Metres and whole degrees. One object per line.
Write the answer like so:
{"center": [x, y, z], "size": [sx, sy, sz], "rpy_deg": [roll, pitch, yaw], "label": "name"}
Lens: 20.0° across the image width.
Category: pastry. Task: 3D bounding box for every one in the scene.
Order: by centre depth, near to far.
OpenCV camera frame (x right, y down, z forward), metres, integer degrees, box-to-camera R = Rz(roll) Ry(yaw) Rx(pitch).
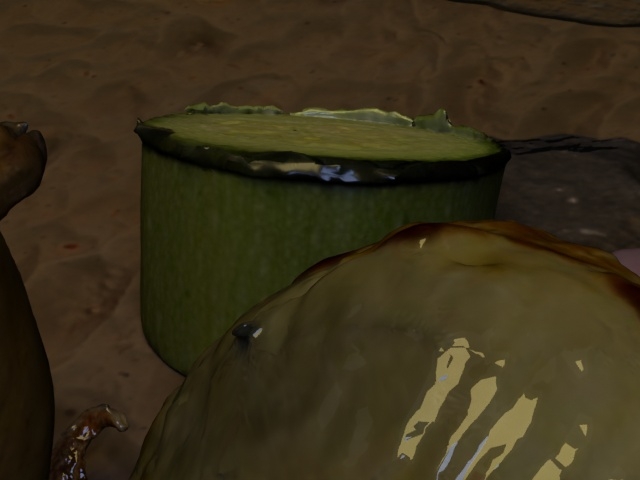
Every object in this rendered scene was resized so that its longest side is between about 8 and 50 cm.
{"center": [0.029, 0.079, 0.725], "size": [0.256, 0.170, 0.237], "rpy_deg": [-38, 19, 43], "label": "pastry"}

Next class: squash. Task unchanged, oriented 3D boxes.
{"center": [0.003, -0.013, 1.048], "size": [0.220, 0.133, 0.220], "rpy_deg": [-2, 18, 1], "label": "squash"}

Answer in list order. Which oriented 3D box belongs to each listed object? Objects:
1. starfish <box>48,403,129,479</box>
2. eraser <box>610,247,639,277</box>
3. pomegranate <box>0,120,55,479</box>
{"center": [-0.088, 0.162, 0.844], "size": [0.150, 0.053, 0.209], "rpy_deg": [-23, 38, 0], "label": "starfish"}
{"center": [0.275, 0.126, 0.735], "size": [0.272, 0.122, 0.359], "rpy_deg": [-10, 32, 1], "label": "eraser"}
{"center": [-0.260, 0.041, 0.799], "size": [0.342, 0.342, 0.342], "rpy_deg": [-6, 33, 4], "label": "pomegranate"}
